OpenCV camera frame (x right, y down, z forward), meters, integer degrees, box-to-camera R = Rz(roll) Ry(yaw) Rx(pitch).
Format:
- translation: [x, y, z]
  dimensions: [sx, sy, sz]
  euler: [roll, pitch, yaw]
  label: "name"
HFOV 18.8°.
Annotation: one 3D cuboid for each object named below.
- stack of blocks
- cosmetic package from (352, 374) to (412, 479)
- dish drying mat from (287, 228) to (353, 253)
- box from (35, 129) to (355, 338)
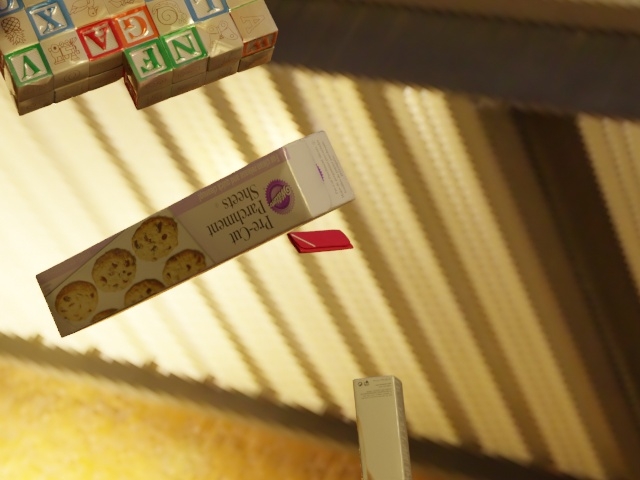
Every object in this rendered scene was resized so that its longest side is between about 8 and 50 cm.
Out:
- translation: [-0.219, -0.242, 2.179]
  dimensions: [0.087, 0.297, 0.171]
  euler: [113, -46, -70]
  label: "stack of blocks"
- translation: [0.059, 0.186, 1.800]
  dimensions: [0.041, 0.115, 0.060]
  euler: [-7, -13, 9]
  label: "cosmetic package"
- translation: [0.000, 0.000, 2.161]
  dimensions: [0.032, 0.083, 0.008]
  euler: [51, -53, 30]
  label: "dish drying mat"
- translation: [-0.113, -0.001, 1.621]
  dimensions: [0.324, 0.063, 0.067]
  euler: [-24, -90, 39]
  label: "box"
